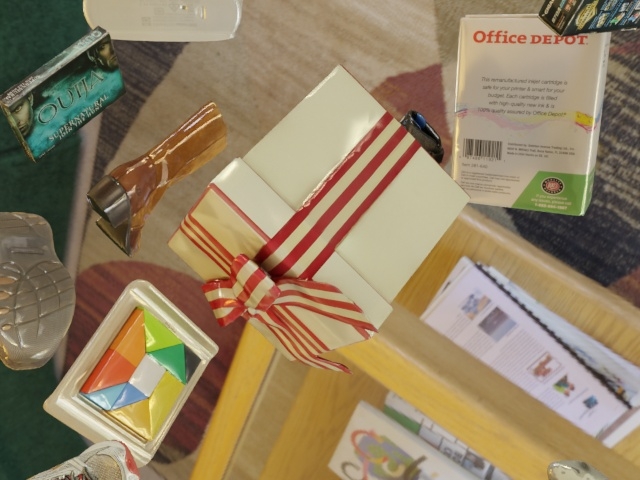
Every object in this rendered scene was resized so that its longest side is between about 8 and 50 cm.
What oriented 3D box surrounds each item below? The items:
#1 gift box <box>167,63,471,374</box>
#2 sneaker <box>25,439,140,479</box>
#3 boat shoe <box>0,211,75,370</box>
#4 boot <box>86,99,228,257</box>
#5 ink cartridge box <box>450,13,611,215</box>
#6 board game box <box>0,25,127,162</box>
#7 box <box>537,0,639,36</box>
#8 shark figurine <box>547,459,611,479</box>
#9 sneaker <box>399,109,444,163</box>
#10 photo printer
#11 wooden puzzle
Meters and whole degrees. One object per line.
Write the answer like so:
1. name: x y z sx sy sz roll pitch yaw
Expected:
1. gift box: 0.000 0.000 0.796 0.276 0.258 0.255 43 153 -1
2. sneaker: -0.319 0.320 0.846 0.225 0.092 0.088 -29 81 15
3. boat shoe: -0.478 0.091 1.107 0.355 0.132 0.130 58 134 49
4. boot: -0.292 -0.112 1.275 0.096 0.280 0.264 39 158 16
5. ink cartridge box: 0.312 -0.194 1.027 0.201 0.117 0.278 9 111 26
6. board game box: -0.371 -0.213 1.004 0.026 0.186 0.126 34 153 17
7. box: 0.375 -0.347 0.794 0.051 0.175 0.220 58 148 31
8. shark figurine: 0.268 0.332 0.667 0.166 0.116 0.278 5 102 -5
9. sneaker: 0.110 -0.174 1.148 0.217 0.079 0.121 28 121 17
10. photo printer: -0.267 -0.451 1.233 0.256 0.307 0.107 -1 124 -5
11. wooden puzzle: -0.283 0.216 1.087 0.044 0.239 0.221 10 148 42
